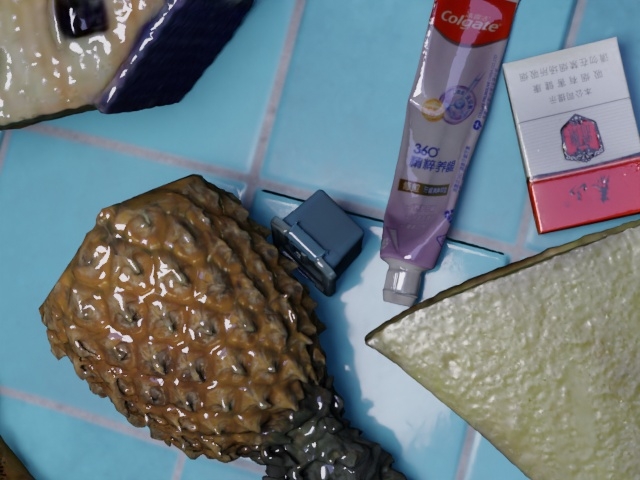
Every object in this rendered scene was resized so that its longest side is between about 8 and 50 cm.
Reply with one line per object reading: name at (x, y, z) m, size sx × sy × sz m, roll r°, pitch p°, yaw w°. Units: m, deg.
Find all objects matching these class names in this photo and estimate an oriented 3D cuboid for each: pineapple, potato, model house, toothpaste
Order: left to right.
model house at (-0.209, -0.256, 0.923) m, size 0.280 × 0.245 × 0.312 m, roll -9°, pitch 95°, yaw 13°
pineapple at (-0.054, 0.116, 0.912) m, size 0.362 × 0.202 × 0.202 m, roll 44°, pitch 95°, yaw -2°
toothpaste at (0.105, -0.089, 0.961) m, size 0.075 × 0.048 × 0.300 m, roll 14°, pitch 87°, yaw 14°
potato at (0.208, 0.138, 0.899) m, size 0.270 × 0.112 × 0.255 m, roll -22°, pitch 88°, yaw 9°

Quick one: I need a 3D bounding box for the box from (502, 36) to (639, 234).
box at (0.221, -0.089, 0.939) m, size 0.100 × 0.048 × 0.152 m, roll -13°, pitch 83°, yaw 11°

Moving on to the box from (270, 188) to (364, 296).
box at (0.000, 0.000, 0.950) m, size 0.074 × 0.099 × 0.054 m, roll 42°, pitch 79°, yaw 9°

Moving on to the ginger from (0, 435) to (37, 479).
ginger at (-0.281, 0.248, 0.979) m, size 0.309 × 0.107 × 0.133 m, roll 41°, pitch 108°, yaw 13°
